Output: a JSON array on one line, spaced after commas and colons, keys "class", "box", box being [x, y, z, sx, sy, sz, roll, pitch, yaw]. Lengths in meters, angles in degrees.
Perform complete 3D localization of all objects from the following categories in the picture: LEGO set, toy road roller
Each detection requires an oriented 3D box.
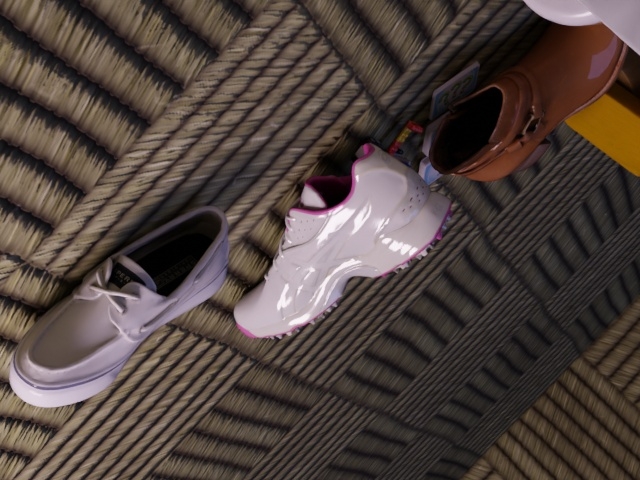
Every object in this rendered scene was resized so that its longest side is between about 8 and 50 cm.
[{"class": "LEGO set", "box": [0.104, -0.084, 1.769, 0.244, 0.060, 0.182, -35, 154, -25]}, {"class": "toy road roller", "box": [0.495, -0.202, 1.930, 0.202, 0.329, 0.241, -30, 146, -37]}]

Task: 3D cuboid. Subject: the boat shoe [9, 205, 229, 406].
[{"class": "boat shoe", "box": [-0.183, 0.055, 1.419, 0.267, 0.096, 0.088, -33, 153, -34]}]

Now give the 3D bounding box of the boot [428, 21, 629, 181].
[{"class": "boot", "box": [0.242, -0.189, 1.757, 0.283, 0.109, 0.220, -52, 159, 23]}]

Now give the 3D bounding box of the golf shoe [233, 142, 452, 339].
[{"class": "golf shoe", "box": [0.000, 0.000, 1.674, 0.306, 0.140, 0.115, -34, -161, 29]}]

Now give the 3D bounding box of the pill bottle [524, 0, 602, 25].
[{"class": "pill bottle", "box": [0.326, -0.314, 1.599, 0.278, 0.162, 0.162, -15, 144, -54]}]

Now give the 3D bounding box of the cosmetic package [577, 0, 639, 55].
[{"class": "cosmetic package", "box": [0.273, -0.259, 1.286, 0.097, 0.377, 0.284, -53, 159, 23]}]
